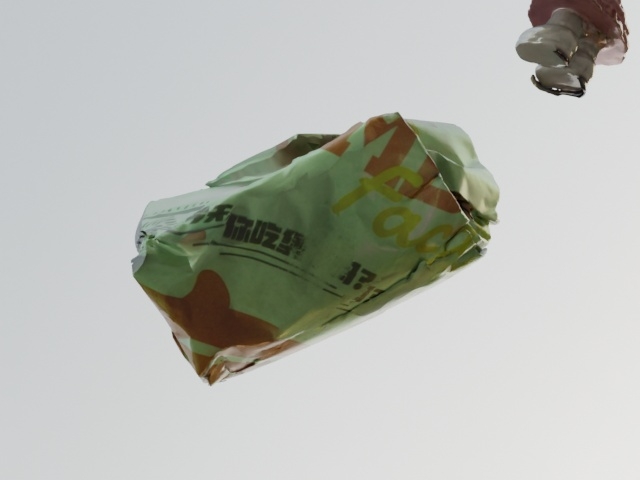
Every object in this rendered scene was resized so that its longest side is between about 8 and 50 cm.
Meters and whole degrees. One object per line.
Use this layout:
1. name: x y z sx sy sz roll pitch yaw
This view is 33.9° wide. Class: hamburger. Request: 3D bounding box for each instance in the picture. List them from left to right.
1. hamburger: -0.001 -0.001 0.645 0.214 0.235 0.125 -18 -92 -4

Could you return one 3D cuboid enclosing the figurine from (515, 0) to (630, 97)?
1. figurine: 0.143 -0.126 0.503 0.072 0.054 0.129 42 -113 -35
